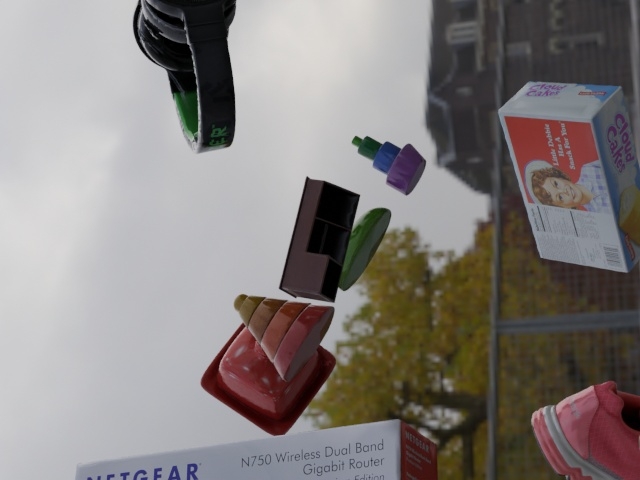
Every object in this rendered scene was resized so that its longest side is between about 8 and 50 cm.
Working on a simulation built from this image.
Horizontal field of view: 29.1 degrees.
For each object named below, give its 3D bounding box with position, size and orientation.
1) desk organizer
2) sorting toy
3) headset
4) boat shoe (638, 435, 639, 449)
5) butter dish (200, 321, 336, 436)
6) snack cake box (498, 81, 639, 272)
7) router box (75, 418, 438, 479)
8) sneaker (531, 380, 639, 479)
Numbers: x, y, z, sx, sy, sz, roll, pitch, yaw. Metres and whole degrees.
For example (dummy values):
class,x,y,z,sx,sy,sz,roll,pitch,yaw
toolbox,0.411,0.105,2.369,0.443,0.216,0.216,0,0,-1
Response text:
class,x,y,z,sx,sy,sz,roll,pitch,yaw
desk organizer,0.000,0.000,1.355,0.047,0.050,0.130,35,-114,-62
sorting toy,0.002,0.007,1.670,0.365,0.126,0.127,-58,-13,-8
headset,-0.206,-0.306,1.631,0.243,0.185,0.394,139,120,-74
boat shoe,0.424,0.226,1.378,0.123,0.116,0.324,116,171,-45
butter dish,-0.076,0.176,1.804,0.160,0.160,0.118,-52,-16,-24
snack cake box,0.368,-0.091,1.759,0.089,0.152,0.264,-44,-52,-32
router box,-0.066,0.325,1.038,0.082,0.335,0.301,40,-136,-53
sneaker,0.412,0.273,1.542,0.314,0.136,0.116,30,-148,-30
